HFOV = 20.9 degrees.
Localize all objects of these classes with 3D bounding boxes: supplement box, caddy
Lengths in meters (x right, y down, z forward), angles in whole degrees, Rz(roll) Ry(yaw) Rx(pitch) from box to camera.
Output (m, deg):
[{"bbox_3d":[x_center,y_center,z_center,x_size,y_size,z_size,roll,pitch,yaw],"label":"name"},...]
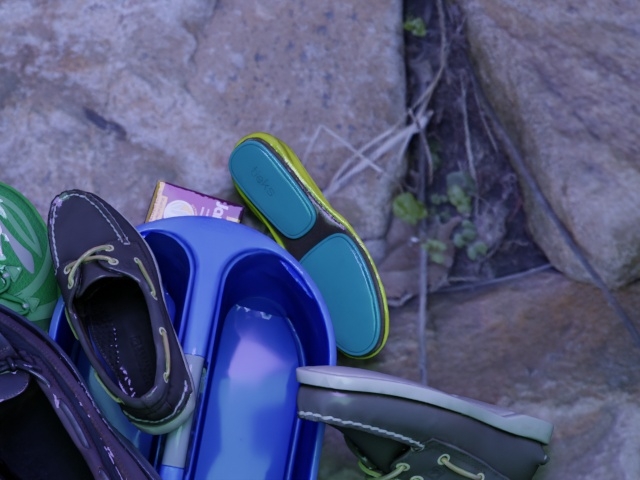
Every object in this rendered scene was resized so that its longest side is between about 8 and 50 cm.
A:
[{"bbox_3d":[-0.116,-0.014,1.568,0.083,0.043,0.055,16,76,-3],"label":"supplement box"},{"bbox_3d":[-0.119,0.152,1.466,0.241,0.179,0.341,10,77,-5],"label":"caddy"}]

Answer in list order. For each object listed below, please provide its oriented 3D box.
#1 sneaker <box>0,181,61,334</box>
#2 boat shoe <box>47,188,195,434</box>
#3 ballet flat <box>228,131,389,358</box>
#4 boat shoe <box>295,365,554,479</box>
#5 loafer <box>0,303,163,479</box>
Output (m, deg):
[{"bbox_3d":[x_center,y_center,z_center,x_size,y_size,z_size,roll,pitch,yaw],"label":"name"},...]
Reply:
[{"bbox_3d":[-0.277,0.086,1.490,0.109,0.123,0.296,-2,78,-6],"label":"sneaker"},{"bbox_3d":[-0.165,0.044,1.386,0.081,0.069,0.228,-28,65,0],"label":"boat shoe"},{"bbox_3d":[0.000,0.000,1.561,0.077,0.077,0.231,-36,80,18],"label":"ballet flat"},{"bbox_3d":[0.087,0.168,1.456,0.305,0.109,0.091,20,84,-46],"label":"boat shoe"},{"bbox_3d":[-0.231,0.143,1.353,0.302,0.095,0.109,42,97,14],"label":"loafer"}]
